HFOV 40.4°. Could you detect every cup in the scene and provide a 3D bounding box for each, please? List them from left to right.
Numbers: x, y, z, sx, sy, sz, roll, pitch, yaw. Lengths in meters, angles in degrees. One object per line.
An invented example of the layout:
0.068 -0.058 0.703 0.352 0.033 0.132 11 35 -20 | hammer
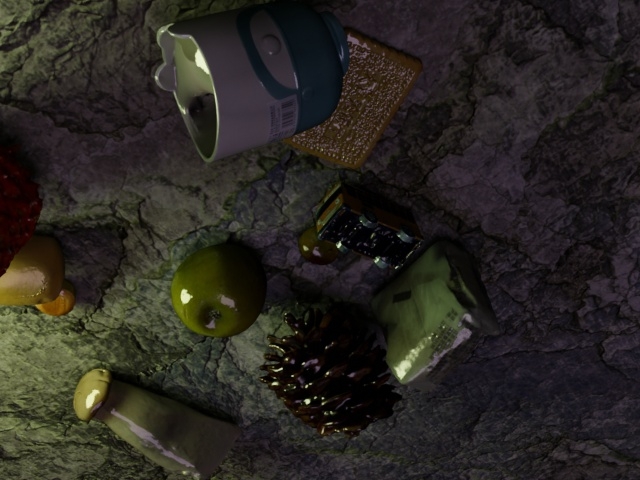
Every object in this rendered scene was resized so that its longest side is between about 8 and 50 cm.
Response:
-0.115 -0.250 1.402 0.257 0.219 0.289 -19 170 -22 | cup

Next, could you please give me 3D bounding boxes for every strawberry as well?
-0.618 -0.022 1.451 0.292 0.343 0.292 -4 127 -6 | strawberry

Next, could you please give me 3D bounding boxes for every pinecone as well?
0.019 0.270 1.828 0.242 0.298 0.296 -45 91 1 | pinecone

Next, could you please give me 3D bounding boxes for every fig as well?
0.000 0.000 1.733 0.084 0.082 0.098 16 93 2 | fig

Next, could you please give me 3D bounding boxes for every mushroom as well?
-0.375 0.430 1.991 0.407 0.154 0.137 29 162 -25 | mushroom

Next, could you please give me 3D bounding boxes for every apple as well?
-0.201 0.105 1.735 0.196 0.157 0.196 0 124 1 | apple

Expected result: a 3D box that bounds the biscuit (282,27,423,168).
0.052 -0.244 1.555 0.172 0.029 0.254 18 126 -22 | biscuit

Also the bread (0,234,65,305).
-0.602 0.057 1.663 0.217 0.098 0.147 0 104 -11 | bread

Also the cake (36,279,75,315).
-0.540 0.116 1.771 0.084 0.044 0.084 -5 130 -6 | cake

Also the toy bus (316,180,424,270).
0.090 -0.032 1.682 0.201 0.114 0.098 21 125 -30 | toy bus

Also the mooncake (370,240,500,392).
0.237 0.157 1.772 0.136 0.250 0.254 28 119 -35 | mooncake
